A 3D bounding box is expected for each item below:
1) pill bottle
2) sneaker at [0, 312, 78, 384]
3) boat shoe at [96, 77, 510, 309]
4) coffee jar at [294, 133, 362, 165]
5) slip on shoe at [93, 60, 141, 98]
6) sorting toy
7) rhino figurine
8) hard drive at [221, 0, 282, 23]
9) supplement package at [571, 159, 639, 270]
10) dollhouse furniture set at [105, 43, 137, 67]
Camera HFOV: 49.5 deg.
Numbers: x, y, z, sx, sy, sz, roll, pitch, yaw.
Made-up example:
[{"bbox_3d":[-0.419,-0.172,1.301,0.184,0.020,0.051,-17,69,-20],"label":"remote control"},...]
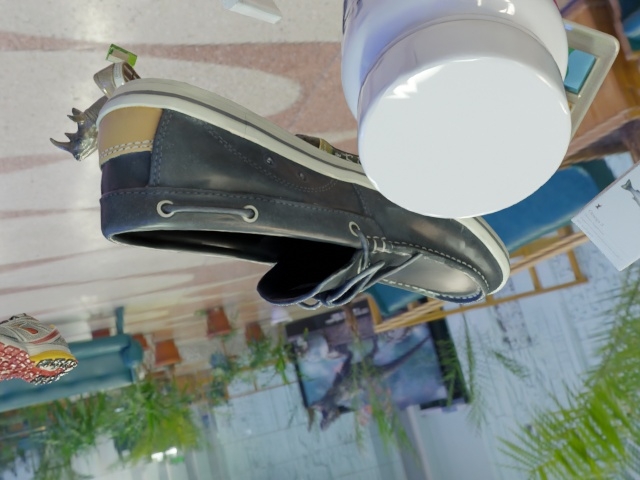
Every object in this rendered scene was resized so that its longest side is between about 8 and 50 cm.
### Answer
[{"bbox_3d":[0.096,-0.163,0.532,0.160,0.283,0.160,2,138,2],"label":"pill bottle"},{"bbox_3d":[-0.465,0.155,1.026,0.088,0.093,0.225,-36,156,7],"label":"sneaker"},{"bbox_3d":[0.000,0.000,0.731,0.500,0.156,0.186,20,156,-32],"label":"boat shoe"},{"bbox_3d":[0.035,-0.075,0.926,0.184,0.096,0.079,15,164,-15],"label":"coffee jar"},{"bbox_3d":[-0.229,-0.170,0.858,0.041,0.052,0.135,-12,160,11],"label":"slip on shoe"},{"bbox_3d":[0.311,-0.239,1.042,0.193,0.208,0.038,29,-174,21],"label":"sorting toy"},{"bbox_3d":[-0.279,-0.171,1.032,0.243,0.106,0.073,-10,-151,-4],"label":"rhino figurine"},{"bbox_3d":[-0.237,-0.725,1.924,0.047,0.233,0.353,-33,-179,18],"label":"hard drive"},{"bbox_3d":[0.464,-0.059,0.968,0.105,0.105,0.179,-30,164,-38],"label":"supplement package"},{"bbox_3d":[-0.417,-0.337,1.409,0.058,0.152,0.076,20,136,-19],"label":"dollhouse furniture set"}]
